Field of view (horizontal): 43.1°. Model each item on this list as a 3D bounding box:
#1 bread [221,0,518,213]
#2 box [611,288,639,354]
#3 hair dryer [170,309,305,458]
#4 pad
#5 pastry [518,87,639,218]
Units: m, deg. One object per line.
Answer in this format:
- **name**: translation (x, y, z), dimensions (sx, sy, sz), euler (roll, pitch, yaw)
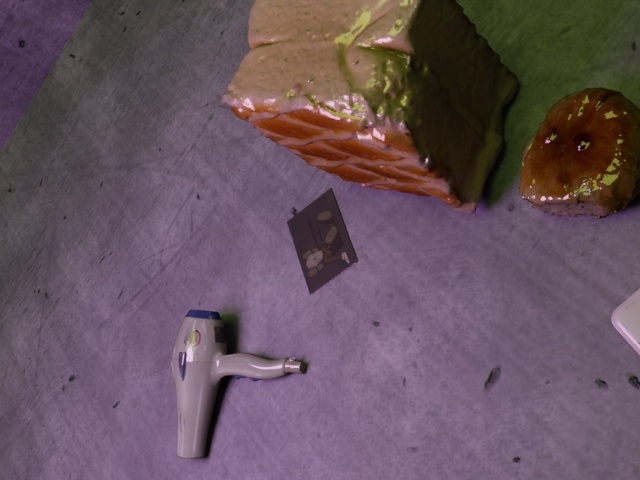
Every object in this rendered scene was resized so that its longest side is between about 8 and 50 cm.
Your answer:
- **bread**: translation (0.091, -0.254, 1.403), dimensions (0.390, 0.371, 0.279), euler (15, 79, 40)
- **box**: translation (0.525, 0.159, 1.075), dimensions (0.142, 0.044, 0.285), euler (-45, 49, 15)
- **hair dryer**: translation (-0.199, 0.314, 1.620), dimensions (0.298, 0.119, 0.296), euler (24, 95, 31)
- **pad**: translation (0.000, 0.000, 1.627), dimensions (0.127, 0.004, 0.190), euler (-37, 51, 24)
- **pastry**: translation (0.409, -0.128, 1.256), dimensions (0.218, 0.100, 0.229), euler (-51, 46, 13)
